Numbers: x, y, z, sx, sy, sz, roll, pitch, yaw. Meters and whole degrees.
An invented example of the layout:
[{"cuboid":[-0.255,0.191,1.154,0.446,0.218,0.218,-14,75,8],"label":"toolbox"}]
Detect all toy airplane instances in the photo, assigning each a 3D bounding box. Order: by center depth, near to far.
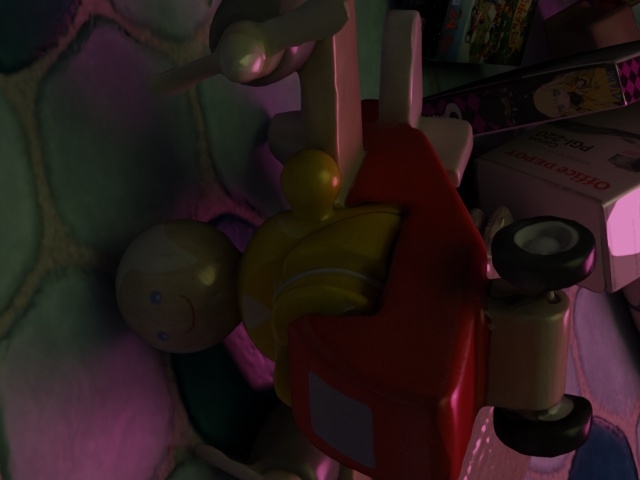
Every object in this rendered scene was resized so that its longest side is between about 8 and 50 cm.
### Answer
[{"cuboid":[0.000,0.000,1.184,0.384,0.272,0.386,106,-25,-74],"label":"toy airplane"}]

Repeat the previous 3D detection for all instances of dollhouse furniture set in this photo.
[{"cuboid":[0.350,-0.204,1.767,0.259,0.262,0.135,-30,112,-20],"label":"dollhouse furniture set"}]

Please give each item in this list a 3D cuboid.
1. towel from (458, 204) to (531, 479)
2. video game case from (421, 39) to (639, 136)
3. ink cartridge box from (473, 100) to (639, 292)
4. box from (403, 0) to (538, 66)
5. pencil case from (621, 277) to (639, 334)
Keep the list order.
[{"cuboid":[0.123,0.124,1.472,0.187,0.049,0.282,65,36,-35],"label":"towel"},{"cuboid":[0.199,-0.128,1.525,0.232,0.210,0.041,-23,101,-57],"label":"video game case"},{"cuboid":[0.263,-0.054,1.574,0.218,0.158,0.092,-29,123,-29],"label":"ink cartridge box"},{"cuboid":[0.147,-0.267,1.544,0.159,0.044,0.233,-6,113,-56],"label":"box"},{"cuboid":[0.432,0.122,1.842,0.160,0.183,0.410,-52,123,-49],"label":"pencil case"}]
